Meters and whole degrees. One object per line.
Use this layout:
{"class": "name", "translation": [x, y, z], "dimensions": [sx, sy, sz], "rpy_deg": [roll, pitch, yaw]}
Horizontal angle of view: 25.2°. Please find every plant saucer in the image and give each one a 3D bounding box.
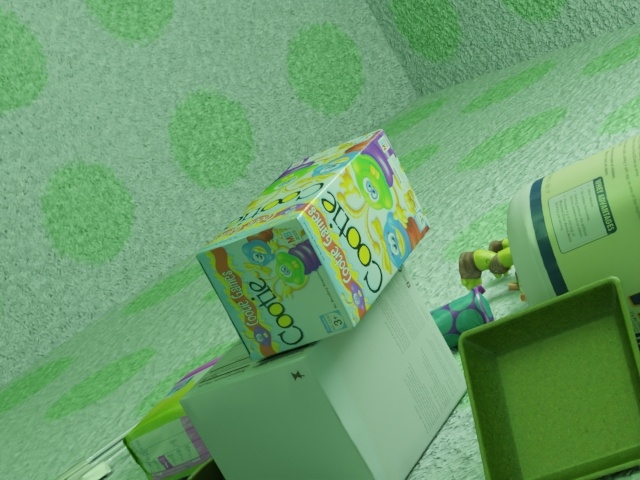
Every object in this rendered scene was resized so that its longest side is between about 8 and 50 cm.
{"class": "plant saucer", "translation": [0.242, 0.154, 1.421], "dimensions": [0.188, 0.188, 0.045], "rpy_deg": [-24, -28, 28]}

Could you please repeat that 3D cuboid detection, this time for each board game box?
{"class": "board game box", "translation": [0.000, 0.000, 1.655], "dimensions": [0.142, 0.144, 0.275], "rpy_deg": [-20, 15, 30]}

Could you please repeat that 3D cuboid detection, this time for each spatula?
{"class": "spatula", "translation": [-0.340, 0.348, 2.359], "dimensions": [0.242, 0.019, 0.168], "rpy_deg": [-34, 6, -26]}

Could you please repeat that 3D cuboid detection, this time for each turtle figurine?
{"class": "turtle figurine", "translation": [0.296, 0.018, 2.019], "dimensions": [0.217, 0.087, 0.269], "rpy_deg": [-17, 17, 49]}

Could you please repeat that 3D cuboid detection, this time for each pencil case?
{"class": "pencil case", "translation": [0.163, 0.120, 1.959], "dimensions": [0.151, 0.064, 0.070], "rpy_deg": [-26, 36, 16]}

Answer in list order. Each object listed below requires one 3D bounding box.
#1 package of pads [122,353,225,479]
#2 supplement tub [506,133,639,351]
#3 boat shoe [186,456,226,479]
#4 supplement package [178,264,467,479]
{"class": "package of pads", "translation": [-0.120, 0.230, 2.071], "dimensions": [0.296, 0.101, 0.229], "rpy_deg": [-27, 10, 29]}
{"class": "supplement tub", "translation": [0.387, -0.008, 1.513], "dimensions": [0.324, 0.235, 0.235], "rpy_deg": [-25, 12, 23]}
{"class": "boat shoe", "translation": [-0.084, 0.285, 1.834], "dimensions": [0.223, 0.080, 0.073], "rpy_deg": [-29, 4, -27]}
{"class": "supplement package", "translation": [0.011, 0.182, 1.707], "dimensions": [0.198, 0.199, 0.262], "rpy_deg": [-21, 14, 35]}
